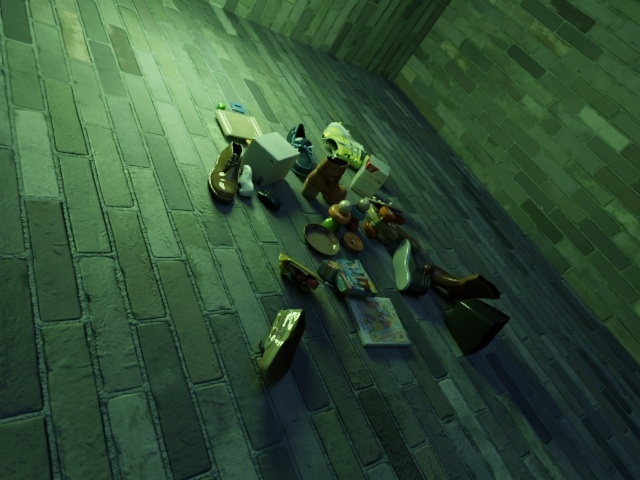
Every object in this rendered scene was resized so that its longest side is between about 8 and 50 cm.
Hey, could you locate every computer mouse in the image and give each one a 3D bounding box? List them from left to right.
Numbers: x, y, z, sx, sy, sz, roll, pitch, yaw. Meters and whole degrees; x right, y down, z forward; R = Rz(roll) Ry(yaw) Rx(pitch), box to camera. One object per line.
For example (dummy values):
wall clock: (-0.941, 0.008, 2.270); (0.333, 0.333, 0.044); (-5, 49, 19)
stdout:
computer mouse: (-0.246, -0.215, 1.761); (0.242, 0.041, 0.071); (45, 35, 10)

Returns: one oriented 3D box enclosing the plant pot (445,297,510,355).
plant pot: (0.655, 0.351, 1.843); (0.188, 0.187, 0.167); (-2, 39, -44)

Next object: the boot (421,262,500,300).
boot: (0.609, 0.183, 1.911); (0.264, 0.280, 0.096); (44, 73, -6)

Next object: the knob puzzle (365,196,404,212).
knob puzzle: (0.319, -0.176, 2.115); (0.213, 0.030, 0.213); (19, 2, -1)

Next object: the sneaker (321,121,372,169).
sneaker: (0.158, -0.476, 2.392); (0.384, 0.145, 0.147); (43, 65, 2)

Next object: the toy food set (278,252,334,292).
toy food set: (-0.064, 0.129, 1.495); (0.217, 0.071, 0.128); (33, -4, 8)

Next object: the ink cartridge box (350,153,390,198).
ink cartridge box: (0.258, -0.326, 2.243); (0.128, 0.176, 0.127); (34, 32, -9)

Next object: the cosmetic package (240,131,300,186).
cosmetic package: (-0.217, -0.348, 1.843); (0.151, 0.151, 0.183); (44, 33, 7)

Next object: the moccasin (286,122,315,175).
moccasin: (-0.106, -0.456, 2.102); (0.137, 0.117, 0.342); (14, 41, -32)

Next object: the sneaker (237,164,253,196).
sneaker: (-0.301, -0.240, 1.712); (0.061, 0.054, 0.152); (-1, 57, -16)

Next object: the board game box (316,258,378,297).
board game box: (0.092, 0.141, 1.634); (0.194, 0.060, 0.194); (11, 34, -31)

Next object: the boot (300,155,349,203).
boot: (0.063, -0.284, 1.969); (0.283, 0.220, 0.109); (5, 46, -40)

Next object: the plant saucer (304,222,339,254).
plant saucer: (0.000, 0.000, 1.755); (0.168, 0.029, 0.168); (24, 37, -20)

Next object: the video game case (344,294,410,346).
video game case: (0.213, 0.300, 1.611); (0.226, 0.026, 0.206); (10, 44, -36)

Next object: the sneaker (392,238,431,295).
sneaker: (0.413, 0.130, 1.935); (0.146, 0.104, 0.296); (27, 42, -20)

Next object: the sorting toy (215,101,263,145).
sorting toy: (-0.374, -0.517, 1.989); (0.196, 0.047, 0.348); (-1, 50, -38)

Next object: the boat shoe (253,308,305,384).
boat shoe: (-0.122, 0.300, 1.251); (0.089, 0.105, 0.285); (4, 25, 16)

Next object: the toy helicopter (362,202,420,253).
toy helicopter: (0.356, -0.060, 2.105); (0.355, 0.140, 0.235); (37, 23, -22)

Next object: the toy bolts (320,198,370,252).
toy bolts: (0.150, -0.087, 1.878); (0.218, 0.158, 0.228); (44, 34, 7)

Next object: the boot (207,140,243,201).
boot: (-0.356, -0.274, 1.664); (0.112, 0.115, 0.305); (23, 39, -27)
